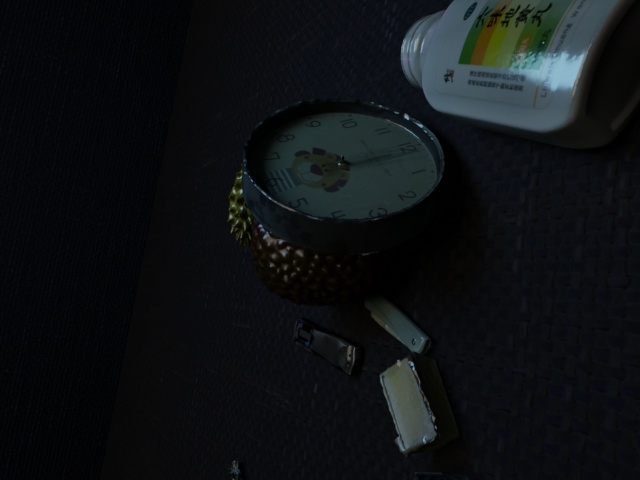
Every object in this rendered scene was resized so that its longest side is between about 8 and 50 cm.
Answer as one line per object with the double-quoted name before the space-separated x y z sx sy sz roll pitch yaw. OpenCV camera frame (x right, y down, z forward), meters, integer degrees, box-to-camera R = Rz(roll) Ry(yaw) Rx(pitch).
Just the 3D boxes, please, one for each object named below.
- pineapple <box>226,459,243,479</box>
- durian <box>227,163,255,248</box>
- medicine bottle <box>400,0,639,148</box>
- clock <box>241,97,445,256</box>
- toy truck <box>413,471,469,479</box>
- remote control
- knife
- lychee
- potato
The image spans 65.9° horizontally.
"pineapple" -0.179 0.539 1.082 0.058 0.058 0.124 -65 19 18
"durian" -0.118 -0.088 1.124 0.166 0.171 0.307 -97 20 -73
"medicine bottle" 0.238 -0.233 0.628 0.324 0.124 0.179 41 114 57
"clock" 0.033 -0.111 0.741 0.062 0.312 0.313 92 164 -47
"toy truck" 0.130 0.376 0.589 0.092 0.083 0.192 171 109 -71
"remote control" 0.008 0.194 0.922 0.212 0.028 0.059 11 87 59
"knife" 0.117 0.128 0.777 0.162 0.023 0.044 42 112 55
"lychee" 0.000 0.000 0.830 0.271 0.235 0.236 29 105 35
"potato" 0.135 0.226 0.678 0.086 0.061 0.122 -48 43 38
